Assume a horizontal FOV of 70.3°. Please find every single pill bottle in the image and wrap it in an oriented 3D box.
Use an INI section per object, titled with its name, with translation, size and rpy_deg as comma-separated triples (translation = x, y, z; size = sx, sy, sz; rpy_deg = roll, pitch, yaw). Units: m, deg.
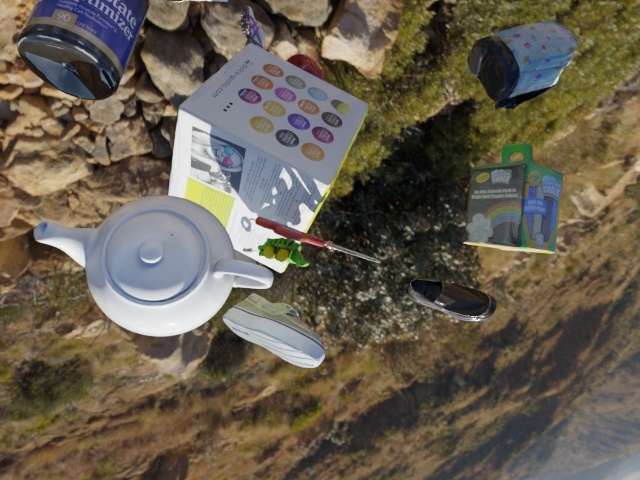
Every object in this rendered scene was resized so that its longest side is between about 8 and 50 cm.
[pill bottle]
translation = -0.309, -0.315, 0.623
size = 0.122, 0.219, 0.123
rpy_deg = 8, 159, 3

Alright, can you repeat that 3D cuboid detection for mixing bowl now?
[mixing bowl]
translation = -0.084, -0.668, 1.799
size = 0.181, 0.181, 0.098
rpy_deg = -28, 144, 7

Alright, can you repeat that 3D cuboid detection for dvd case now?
[dvd case]
translation = -0.302, 0.070, 1.723
size = 0.022, 0.180, 0.253
rpy_deg = -34, 175, 7

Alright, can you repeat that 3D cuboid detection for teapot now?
[teapot]
translation = -0.247, 0.034, 0.720
size = 0.256, 0.252, 0.187
rpy_deg = -33, 177, -18

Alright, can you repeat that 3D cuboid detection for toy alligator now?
[toy alligator]
translation = -0.100, 0.016, 1.000
size = 0.056, 0.189, 0.051
rpy_deg = 10, 91, -54

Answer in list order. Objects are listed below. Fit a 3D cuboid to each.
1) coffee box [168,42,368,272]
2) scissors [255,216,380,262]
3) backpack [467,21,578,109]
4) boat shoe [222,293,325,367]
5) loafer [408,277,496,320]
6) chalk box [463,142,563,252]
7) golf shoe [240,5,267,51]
[coffee box]
translation = -0.127, -0.194, 1.101
size = 0.334, 0.338, 0.338
rpy_deg = 27, 138, -2
[scissors]
translation = 0.000, 0.000, 0.954
size = 0.297, 0.109, 0.021
rpy_deg = 15, 95, -41
[backpack]
translation = 0.404, -0.352, 0.894
size = 0.182, 0.152, 0.115
rpy_deg = -15, 158, -14
[boat shoe]
translation = -0.093, 0.168, 0.923
size = 0.094, 0.302, 0.109
rpy_deg = -51, 127, -24
[loafer]
translation = 0.311, 0.141, 1.107
size = 0.220, 0.080, 0.078
rpy_deg = 8, 164, 30
[chalk box]
translation = 0.396, -0.088, 0.929
size = 0.132, 0.132, 0.213
rpy_deg = 8, 90, -33
[golf shoe]
translation = -0.262, -0.823, 1.793
size = 0.086, 0.067, 0.186
rpy_deg = -20, 112, -29
